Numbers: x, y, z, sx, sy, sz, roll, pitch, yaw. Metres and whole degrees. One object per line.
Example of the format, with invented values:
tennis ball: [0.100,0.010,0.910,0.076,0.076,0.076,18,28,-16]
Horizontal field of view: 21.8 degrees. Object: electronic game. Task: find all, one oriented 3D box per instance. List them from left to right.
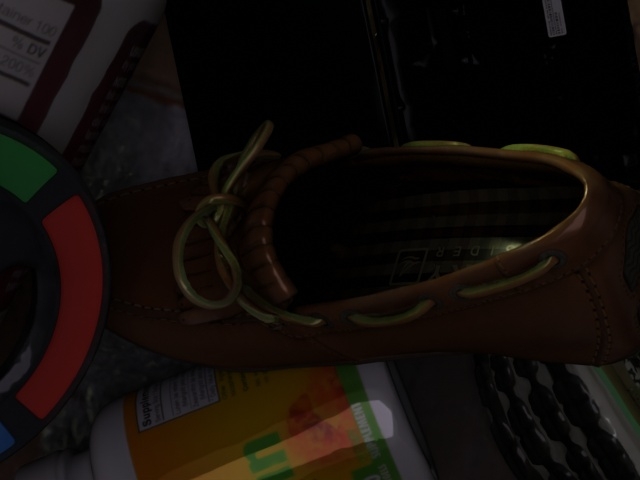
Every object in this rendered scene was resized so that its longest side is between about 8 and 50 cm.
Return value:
electronic game: [-0.218,0.036,0.888,0.229,0.048,0.229,-13,117,-27]

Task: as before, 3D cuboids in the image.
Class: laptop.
laptop: [0.052,-0.123,1.063,0.264,0.136,0.234,-13,96,-16]

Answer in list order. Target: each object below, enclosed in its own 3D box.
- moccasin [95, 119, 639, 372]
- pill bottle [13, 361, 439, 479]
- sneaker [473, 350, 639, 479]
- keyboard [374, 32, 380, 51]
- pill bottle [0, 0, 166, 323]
moccasin: [-0.001,0.003,0.930,0.380,0.147,0.139,6,63,37]
pill bottle: [-0.060,0.144,1.043,0.246,0.136,0.136,-22,93,4]
sneaker: [0.253,0.140,1.055,0.182,0.158,0.410,-38,92,-23]
keyboard: [0.118,-0.077,1.077,0.108,0.023,0.180,-23,94,10]
pill bottle: [-0.230,-0.114,0.986,0.224,0.224,0.392,29,95,0]
